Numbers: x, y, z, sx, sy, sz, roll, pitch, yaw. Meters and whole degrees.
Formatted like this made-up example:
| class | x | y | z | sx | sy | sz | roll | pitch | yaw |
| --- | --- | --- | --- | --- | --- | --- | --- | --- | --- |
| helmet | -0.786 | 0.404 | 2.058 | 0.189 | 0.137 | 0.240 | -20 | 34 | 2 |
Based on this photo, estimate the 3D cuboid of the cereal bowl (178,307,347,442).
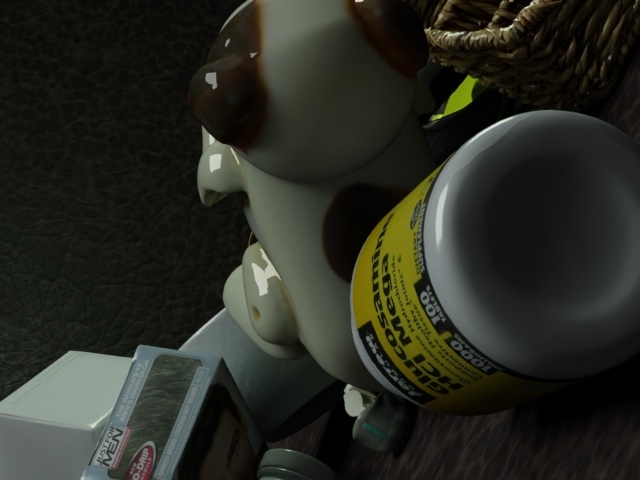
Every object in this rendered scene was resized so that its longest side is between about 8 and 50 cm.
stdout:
| class | x | y | z | sx | sy | sz | roll | pitch | yaw |
| --- | --- | --- | --- | --- | --- | --- | --- | --- | --- |
| cereal bowl | -0.045 | 0.157 | 2.157 | 0.339 | 0.141 | 0.339 | -35 | -15 | -10 |

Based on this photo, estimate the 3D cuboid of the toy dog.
| class | x | y | z | sx | sy | sz | roll | pitch | yaw |
| --- | --- | --- | --- | --- | --- | --- | --- | --- | --- |
| toy dog | 0.001 | -0.064 | 1.663 | 0.395 | 0.284 | 0.408 | -106 | -1 | -54 |

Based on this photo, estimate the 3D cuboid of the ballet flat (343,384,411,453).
| class | x | y | z | sx | sy | sz | roll | pitch | yaw |
| --- | --- | --- | --- | --- | --- | --- | --- | --- | --- |
| ballet flat | 0.058 | 0.175 | 1.867 | 0.072 | 0.068 | 0.213 | -64 | 6 | 9 |

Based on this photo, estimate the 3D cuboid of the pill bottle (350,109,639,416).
| class | x | y | z | sx | sy | sz | roll | pitch | yaw |
| --- | --- | --- | --- | --- | --- | --- | --- | --- | --- |
| pill bottle | 0.130 | 0.034 | 1.288 | 0.334 | 0.188 | 0.188 | 133 | 161 | -72 |

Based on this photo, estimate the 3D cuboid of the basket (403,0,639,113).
| class | x | y | z | sx | sy | sz | roll | pitch | yaw |
| --- | --- | --- | --- | --- | --- | --- | --- | --- | --- |
| basket | 0.222 | -0.301 | 1.659 | 0.299 | 0.223 | 0.213 | -65 | 6 | -8 |

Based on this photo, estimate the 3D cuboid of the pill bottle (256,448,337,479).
| class | x | y | z | sx | sy | sz | roll | pitch | yaw |
| --- | --- | --- | --- | --- | --- | --- | --- | --- | --- |
| pill bottle | -0.058 | 0.351 | 1.909 | 0.216 | 0.121 | 0.121 | -68 | 7 | -29 |

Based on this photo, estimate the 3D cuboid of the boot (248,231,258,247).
| class | x | y | z | sx | sy | sz | roll | pitch | yaw |
| --- | --- | --- | --- | --- | --- | --- | --- | --- | --- |
| boot | 0.000 | 0.001 | 2.296 | 0.295 | 0.211 | 0.104 | 128 | 132 | -64 |

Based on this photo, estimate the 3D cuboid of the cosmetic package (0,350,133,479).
| class | x | y | z | sx | sy | sz | roll | pitch | yaw |
| --- | --- | --- | --- | --- | --- | --- | --- | --- | --- |
| cosmetic package | -0.271 | 0.340 | 2.047 | 0.197 | 0.155 | 0.365 | -37 | -52 | -60 |

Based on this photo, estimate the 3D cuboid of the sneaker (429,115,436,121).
| class | x | y | z | sx | sy | sz | roll | pitch | yaw |
| --- | --- | --- | --- | --- | --- | --- | --- | --- | --- |
| sneaker | 0.135 | -0.123 | 2.376 | 0.192 | 0.064 | 0.086 | -72 | 4 | -67 |

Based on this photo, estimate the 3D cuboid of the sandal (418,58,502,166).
| class | x | y | z | sx | sy | sz | roll | pitch | yaw |
| --- | --- | --- | --- | --- | --- | --- | --- | --- | --- |
| sandal | 0.111 | -0.101 | 1.978 | 0.446 | 0.107 | 0.167 | -52 | -7 | 2 |

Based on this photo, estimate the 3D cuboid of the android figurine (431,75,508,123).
| class | x | y | z | sx | sy | sz | roll | pitch | yaw |
| --- | --- | --- | --- | --- | --- | --- | --- | --- | --- |
| android figurine | 0.185 | -0.153 | 2.153 | 0.273 | 0.056 | 0.248 | -66 | 7 | -27 |

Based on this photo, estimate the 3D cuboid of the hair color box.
| class | x | y | z | sx | sy | sz | roll | pitch | yaw |
| --- | --- | --- | --- | --- | --- | --- | --- | --- | --- |
| hair color box | -0.143 | 0.306 | 1.999 | 0.374 | 0.113 | 0.185 | 68 | -145 | -50 |
